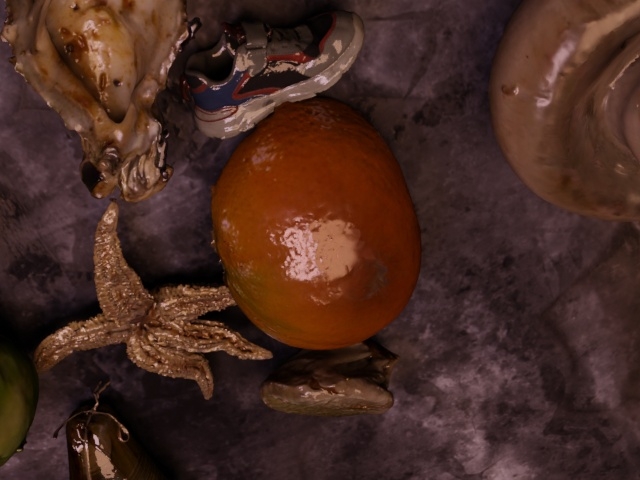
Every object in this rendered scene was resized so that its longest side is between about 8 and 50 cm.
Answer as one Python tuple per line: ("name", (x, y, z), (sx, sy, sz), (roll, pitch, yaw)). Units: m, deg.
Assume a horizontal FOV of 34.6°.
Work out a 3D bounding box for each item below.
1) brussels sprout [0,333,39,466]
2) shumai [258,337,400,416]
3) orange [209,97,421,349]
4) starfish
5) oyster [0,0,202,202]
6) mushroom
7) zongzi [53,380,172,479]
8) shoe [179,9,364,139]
("brussels sprout", (-0.486, 0.210, 1.230), (0.294, 0.259, 0.227), (-19, 108, -50))
("shumai", (0.016, 0.179, 1.419), (0.201, 0.120, 0.201), (3, 164, 1))
("orange", (0.004, 0.001, 1.294), (0.274, 0.274, 0.310), (-5, 150, -11))
("starfish", (-0.193, 0.092, 1.334), (0.293, 0.084, 0.301), (16, 118, -26))
("oyster", (-0.214, -0.180, 1.084), (0.198, 0.133, 0.337), (-10, 123, -2))
("mushroom", (0.379, -0.173, 1.175), (0.362, 0.294, 0.362), (-8, 124, -11))
("zongzi", (-0.345, 0.348, 1.451), (0.241, 0.111, 0.248), (-24, 119, 9))
("shoe", (-0.067, -0.214, 1.157), (0.227, 0.099, 0.125), (-30, 127, 11))
